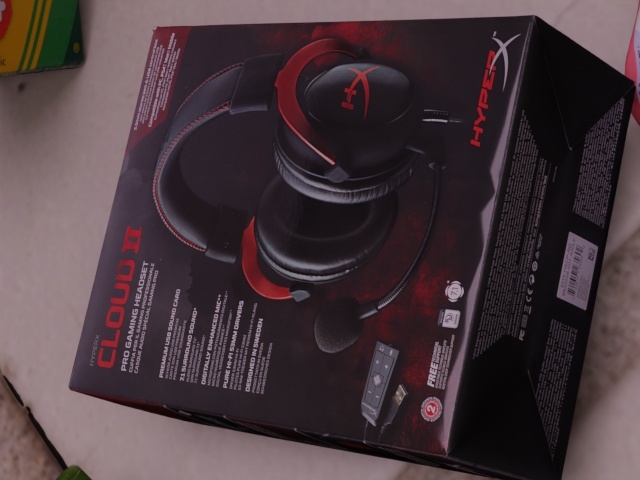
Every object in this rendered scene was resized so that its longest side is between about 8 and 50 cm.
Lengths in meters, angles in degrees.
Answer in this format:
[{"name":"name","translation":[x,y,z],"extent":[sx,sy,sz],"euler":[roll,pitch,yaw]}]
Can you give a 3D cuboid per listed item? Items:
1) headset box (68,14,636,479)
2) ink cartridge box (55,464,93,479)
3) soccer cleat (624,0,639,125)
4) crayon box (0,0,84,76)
[{"name":"headset box","translation":[0.000,0.000,0.885],"extent":[0.293,0.110,0.218],"euler":[6,79,40]},{"name":"ink cartridge box","translation":[-0.113,0.284,0.898],"extent":[0.255,0.097,0.189],"euler":[44,98,-3]},{"name":"soccer cleat","translation":[0.199,-0.051,0.849],"extent":[0.095,0.083,0.248],"euler":[-14,70,56]},{"name":"crayon box","translation":[-0.248,-0.254,1.004],"extent":[0.081,0.202,0.319],"euler":[-1,99,28]}]
